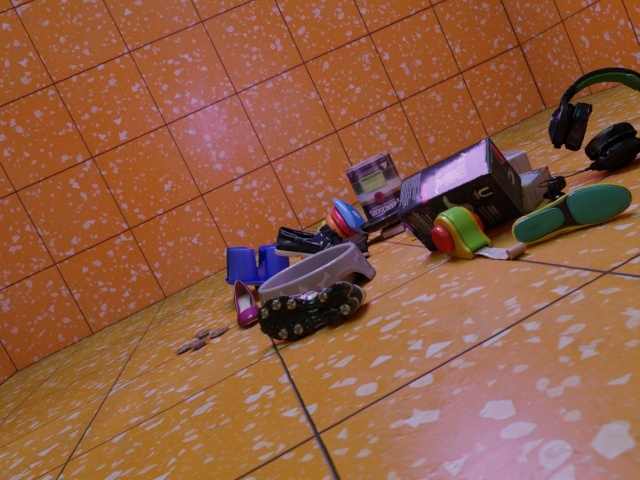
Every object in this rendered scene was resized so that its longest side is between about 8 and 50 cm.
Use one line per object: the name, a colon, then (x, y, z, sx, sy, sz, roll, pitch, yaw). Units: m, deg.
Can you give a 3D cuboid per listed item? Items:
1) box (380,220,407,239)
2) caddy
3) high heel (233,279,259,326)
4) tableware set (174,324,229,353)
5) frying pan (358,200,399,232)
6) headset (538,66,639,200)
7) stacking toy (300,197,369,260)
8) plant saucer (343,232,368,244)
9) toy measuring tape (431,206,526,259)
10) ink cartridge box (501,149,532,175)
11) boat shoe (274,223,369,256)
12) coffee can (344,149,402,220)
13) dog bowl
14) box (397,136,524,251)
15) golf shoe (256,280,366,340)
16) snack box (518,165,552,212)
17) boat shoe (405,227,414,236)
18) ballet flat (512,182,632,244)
box: (0.303, -0.066, 2.077, 0.136, 0.036, 0.225, -24, 6, 19)
caddy: (-0.238, 0.111, 2.131, 0.241, 0.179, 0.341, -4, 2, -13)
high heel: (-0.235, 0.189, 1.738, 0.082, 0.117, 0.244, -25, 7, 0)
tableware set: (-0.371, 0.307, 1.755, 0.169, 0.020, 0.141, -19, 9, 41)
frying pan: (0.248, -0.093, 2.113, 0.197, 0.053, 0.326, -25, 5, 18)
headset: (0.688, -0.269, 1.416, 0.394, 0.243, 0.185, -54, -21, 0)
stacking toy: (0.034, -0.012, 2.284, 0.302, 0.175, 0.166, -41, -27, 16)
plant saucer: (0.056, 0.049, 2.074, 0.278, 0.041, 0.278, -25, 6, 3)
toy measuring tape: (0.336, -0.020, 1.265, 0.121, 0.121, 0.330, -27, 7, -11)
ink cartridge box: (0.509, -0.172, 1.774, 0.278, 0.117, 0.201, -25, 7, 5)
boat shoe: (0.001, 0.000, 1.895, 0.340, 0.113, 0.127, 3, 7, 29)
coffee can: (0.247, -0.208, 2.334, 0.201, 0.275, 0.201, -26, 6, 3)
dog bowl: (-0.021, 0.116, 1.591, 0.349, 0.102, 0.349, -26, 6, 3)
box: (0.352, -0.110, 1.430, 0.270, 0.165, 0.143, -25, 36, 36)
golf shoe: (-0.019, 0.166, 1.313, 0.273, 0.105, 0.120, -16, -6, 25)
snack box: (0.523, -0.122, 1.544, 0.174, 0.070, 0.207, -19, 12, 43)
boat shoe: (0.332, -0.047, 1.765, 0.137, 0.049, 0.043, -23, 4, 3)
ballet flat: (0.499, -0.054, 1.127, 0.231, 0.077, 0.077, -24, -10, 30)
